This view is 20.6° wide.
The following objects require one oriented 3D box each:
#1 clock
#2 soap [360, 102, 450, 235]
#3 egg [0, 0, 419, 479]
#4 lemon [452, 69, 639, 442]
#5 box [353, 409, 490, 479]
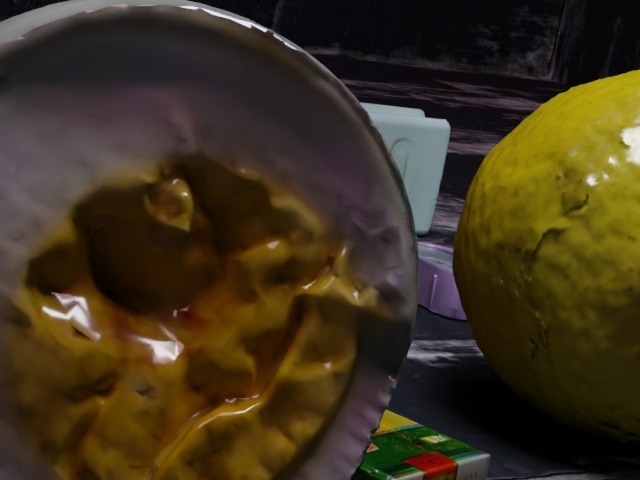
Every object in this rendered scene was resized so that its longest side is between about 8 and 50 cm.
[{"bbox_3d":[0.145,0.043,1.967,0.110,0.050,0.152,2,15,-35],"label":"clock"},{"bbox_3d":[0.025,-0.093,2.228,0.265,0.160,0.087,3,16,-34],"label":"soap"},{"bbox_3d":[-0.148,0.027,1.156,0.354,0.355,0.340,6,-1,-20],"label":"egg"},{"bbox_3d":[0.294,0.012,1.584,0.349,0.350,0.387,11,6,1],"label":"lemon"},{"bbox_3d":[0.003,0.152,1.396,0.235,0.034,0.132,20,15,35],"label":"box"}]
